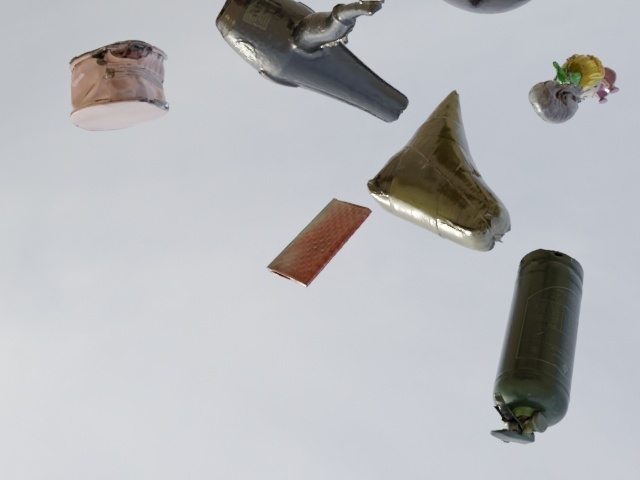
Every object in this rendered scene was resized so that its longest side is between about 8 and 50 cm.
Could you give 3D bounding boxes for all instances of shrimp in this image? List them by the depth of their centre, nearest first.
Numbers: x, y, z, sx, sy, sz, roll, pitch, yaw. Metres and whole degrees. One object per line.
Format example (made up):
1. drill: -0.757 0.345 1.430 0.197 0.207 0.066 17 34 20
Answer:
1. shrimp: 0.332 -0.198 1.127 0.056 0.065 0.165 -19 -172 36

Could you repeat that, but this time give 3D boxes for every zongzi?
1. zongzi: 0.272 -0.142 1.513 0.273 0.145 0.300 27 -107 36

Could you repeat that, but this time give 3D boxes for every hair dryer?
1. hair dryer: 0.031 -0.245 1.048 0.120 0.303 0.359 -62 -162 -5

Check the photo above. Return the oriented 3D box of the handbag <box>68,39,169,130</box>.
1. handbag: -0.359 -0.275 1.455 0.179 0.117 0.205 -12 178 10

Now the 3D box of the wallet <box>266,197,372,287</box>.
1. wallet: 0.000 0.000 1.474 0.103 0.020 0.196 18 -124 43

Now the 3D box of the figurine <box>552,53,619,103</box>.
1. figurine: 0.496 -0.325 1.576 0.156 0.095 0.115 -6 -127 -37

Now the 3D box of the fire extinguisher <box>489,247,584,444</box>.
1. fire extinguisher: 0.280 0.145 1.067 0.095 0.114 0.311 -24 -148 40

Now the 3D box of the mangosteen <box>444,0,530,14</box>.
1. mangosteen: 0.309 -0.532 1.444 0.296 0.313 0.297 -15 -131 18
